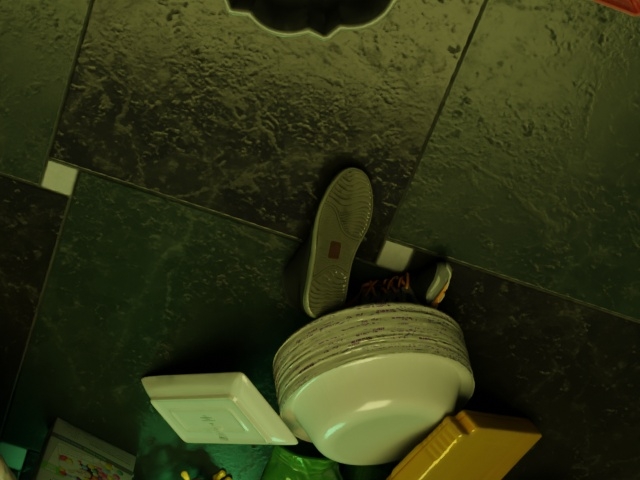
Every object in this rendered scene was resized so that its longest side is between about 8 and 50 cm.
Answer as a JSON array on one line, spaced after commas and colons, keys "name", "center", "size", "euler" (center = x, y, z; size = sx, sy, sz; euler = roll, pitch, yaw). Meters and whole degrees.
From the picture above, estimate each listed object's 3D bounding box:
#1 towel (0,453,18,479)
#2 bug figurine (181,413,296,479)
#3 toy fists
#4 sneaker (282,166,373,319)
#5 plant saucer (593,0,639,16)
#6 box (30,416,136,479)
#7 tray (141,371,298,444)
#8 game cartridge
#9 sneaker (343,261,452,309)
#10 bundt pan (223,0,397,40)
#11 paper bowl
[{"name": "towel", "center": [-0.507, 0.348, 1.850], "size": [0.053, 0.317, 0.332], "euler": [-33, 116, -24]}, {"name": "bug figurine", "center": [-0.081, 0.401, 1.976], "size": [0.279, 0.072, 0.216], "euler": [-34, 111, 15]}, {"name": "toy fists", "center": [0.026, 0.384, 1.891], "size": [0.279, 0.096, 0.142], "euler": [8, 106, -37]}, {"name": "sneaker", "center": [0.000, 0.000, 1.784], "size": [0.083, 0.118, 0.222], "euler": [18, 86, -25]}, {"name": "plant saucer", "center": [0.374, -0.420, 1.528], "size": [0.259, 0.047, 0.258], "euler": [10, 129, -34]}, {"name": "box", "center": [-0.362, 0.360, 1.897], "size": [0.145, 0.186, 0.038], "euler": [30, 110, -12]}, {"name": "tray", "center": [-0.161, 0.258, 1.843], "size": [0.270, 0.030, 0.145], "euler": [-10, 124, 50]}, {"name": "game cartridge", "center": [0.160, 0.379, 1.846], "size": [0.323, 0.052, 0.285], "euler": [-50, 150, 13]}, {"name": "sneaker", "center": [0.098, 0.090, 1.820], "size": [0.215, 0.084, 0.083], "euler": [-35, 106, 17]}, {"name": "bundt pan", "center": [-0.011, -0.424, 1.550], "size": [0.331, 0.124, 0.331], "euler": [0, 115, 0]}, {"name": "paper bowl", "center": [0.080, 0.219, 1.780], "size": [0.284, 0.148, 0.284], "euler": [-8, 145, -5]}]
